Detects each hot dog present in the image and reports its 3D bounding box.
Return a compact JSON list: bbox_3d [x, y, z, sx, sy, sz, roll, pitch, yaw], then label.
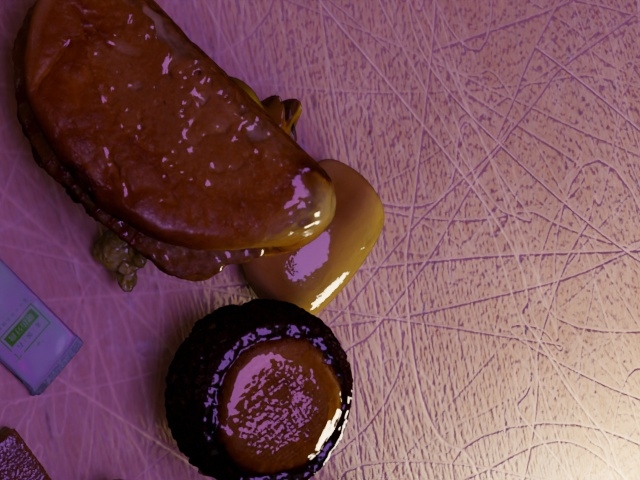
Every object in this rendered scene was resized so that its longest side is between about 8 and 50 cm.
[{"bbox_3d":[-0.183,-0.110,1.411,0.223,0.185,0.405,-44,90,7],"label":"hot dog"}]

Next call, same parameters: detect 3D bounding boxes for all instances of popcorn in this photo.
[{"bbox_3d":[-0.232,0.019,1.510,0.068,0.059,0.083,-6,91,4],"label":"popcorn"}]

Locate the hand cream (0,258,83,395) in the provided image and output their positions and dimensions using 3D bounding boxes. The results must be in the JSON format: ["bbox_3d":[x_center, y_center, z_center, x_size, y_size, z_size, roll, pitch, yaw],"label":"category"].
[{"bbox_3d":[-0.375,0.062,1.424,0.079,0.050,0.275,-37,122,2],"label":"hand cream"}]

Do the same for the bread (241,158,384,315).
[{"bbox_3d":[0.000,0.000,1.655,0.217,0.098,0.147,-52,124,-20],"label":"bread"}]

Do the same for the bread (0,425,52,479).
[{"bbox_3d":[-0.362,0.273,1.448,0.094,0.035,0.090,-42,117,-26],"label":"bread"}]

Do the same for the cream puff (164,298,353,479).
[{"bbox_3d":[-0.078,0.185,1.567,0.239,0.165,0.239,-4,99,-30],"label":"cream puff"}]

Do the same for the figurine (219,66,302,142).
[{"bbox_3d":[-0.101,-0.139,1.584,0.176,0.121,0.122,17,112,-45],"label":"figurine"}]

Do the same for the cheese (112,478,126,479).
[{"bbox_3d":[-0.269,0.352,1.470,0.167,0.123,0.094,-30,105,-28],"label":"cheese"}]
